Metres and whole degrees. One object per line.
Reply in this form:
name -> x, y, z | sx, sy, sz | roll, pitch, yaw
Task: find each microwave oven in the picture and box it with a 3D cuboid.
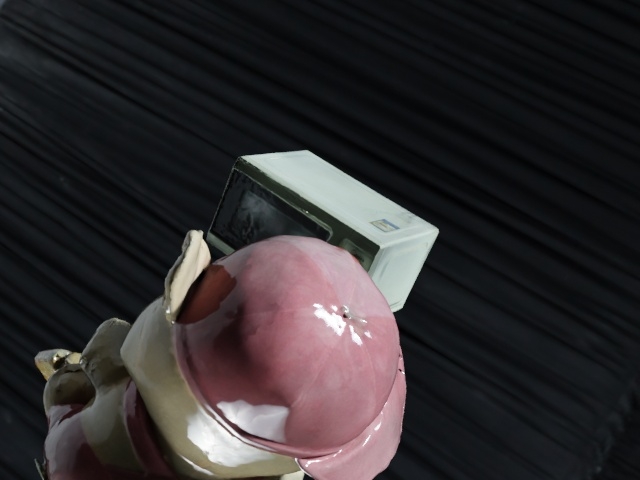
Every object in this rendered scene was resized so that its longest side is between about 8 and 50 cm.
microwave oven -> 0.000, 0.000, 1.138 | 0.163, 0.205, 0.129 | -11, 130, -57

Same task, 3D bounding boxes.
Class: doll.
doll -> -0.055, 0.098, 0.618 | 0.196, 0.152, 0.256 | 16, 131, -43

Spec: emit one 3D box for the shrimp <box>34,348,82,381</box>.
shrimp -> -0.208, 0.216, 1.169 | 0.062, 0.294, 0.154 | -55, -167, -26
